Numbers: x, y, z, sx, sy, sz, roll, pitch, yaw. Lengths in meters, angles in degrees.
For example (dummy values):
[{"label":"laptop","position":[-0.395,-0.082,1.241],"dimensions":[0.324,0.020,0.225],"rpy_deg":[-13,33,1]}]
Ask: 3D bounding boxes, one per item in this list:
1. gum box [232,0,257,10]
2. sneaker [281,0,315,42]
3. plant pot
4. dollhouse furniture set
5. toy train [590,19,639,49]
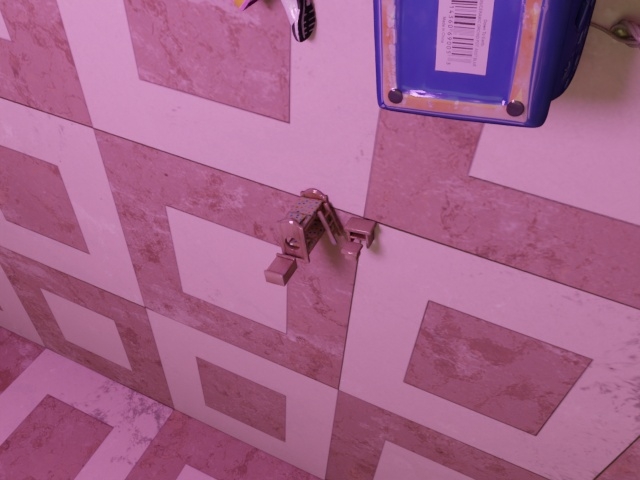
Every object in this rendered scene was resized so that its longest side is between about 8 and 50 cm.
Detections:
[{"label":"gum box","position":[-0.090,-0.434,0.743],"dimensions":[0.107,0.062,0.188],"rpy_deg":[44,138,-12]},{"label":"sneaker","position":[-0.038,-0.358,0.809],"dimensions":[0.044,0.040,0.109],"rpy_deg":[24,137,34]},{"label":"plant pot","position":[0.185,-0.268,0.617],"dimensions":[0.236,0.212,0.235],"rpy_deg":[14,135,23]},{"label":"dollhouse furniture set","position":[0.000,0.000,1.010],"dimensions":[0.161,0.182,0.101],"rpy_deg":[12,134,23]},{"label":"toy train","position":[0.441,-0.251,0.583],"dimensions":[0.248,0.105,0.143],"rpy_deg":[43,126,24]}]
